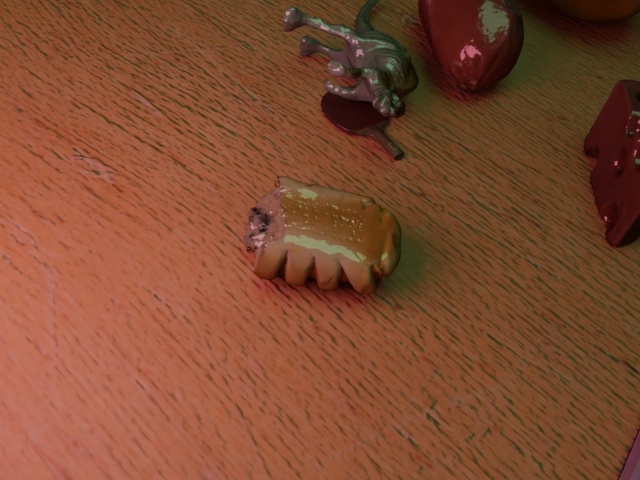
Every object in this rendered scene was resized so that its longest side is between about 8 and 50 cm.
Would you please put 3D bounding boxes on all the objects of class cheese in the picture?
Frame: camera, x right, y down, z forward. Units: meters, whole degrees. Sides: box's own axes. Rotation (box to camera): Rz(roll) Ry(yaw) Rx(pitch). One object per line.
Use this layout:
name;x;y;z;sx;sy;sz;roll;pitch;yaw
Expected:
cheese;0.429;-0.114;0.785;0.203;0.128;0.177;-18;56;-16

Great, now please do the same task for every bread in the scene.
bread;0.000;0.000;0.648;0.177;0.084;0.119;13;54;0

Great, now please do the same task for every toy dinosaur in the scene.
toy dinosaur;0.055;-0.285;0.874;0.205;0.092;0.393;20;36;4

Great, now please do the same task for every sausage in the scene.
sausage;0.232;-0.346;0.917;0.148;0.148;0.254;-7;56;-14

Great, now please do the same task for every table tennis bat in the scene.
table tennis bat;0.063;-0.166;0.833;0.087;0.013;0.156;-24;59;-28

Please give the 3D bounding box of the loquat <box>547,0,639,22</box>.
loquat;0.489;-0.520;1.004;0.284;0.276;0.276;38;55;0

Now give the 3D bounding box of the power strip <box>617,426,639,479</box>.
power strip;0.312;0.263;0.526;0.109;0.037;0.279;35;56;18
